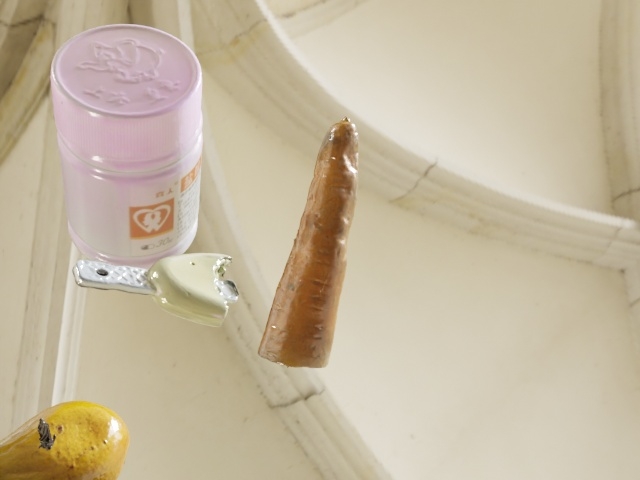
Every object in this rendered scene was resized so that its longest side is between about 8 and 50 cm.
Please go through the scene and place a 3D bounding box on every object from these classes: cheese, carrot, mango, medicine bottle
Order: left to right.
[{"bbox_3d":[-0.284,0.241,0.998,0.115,0.089,0.165,50,-137,5],"label":"mango"},{"bbox_3d":[-0.270,-0.124,1.304,0.202,0.316,0.202,5,-130,-6],"label":"medicine bottle"},{"bbox_3d":[-0.209,0.054,1.196,0.235,0.050,0.127,12,-144,-32],"label":"cheese"},{"bbox_3d":[0.000,0.000,0.760,0.061,0.061,0.210,12,-85,-14],"label":"carrot"}]

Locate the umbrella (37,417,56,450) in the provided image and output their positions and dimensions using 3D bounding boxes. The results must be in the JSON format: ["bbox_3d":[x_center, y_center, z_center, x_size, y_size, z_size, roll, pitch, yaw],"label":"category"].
[{"bbox_3d":[-0.266,0.191,0.885,0.013,0.122,0.022,19,-113,-2],"label":"umbrella"}]
